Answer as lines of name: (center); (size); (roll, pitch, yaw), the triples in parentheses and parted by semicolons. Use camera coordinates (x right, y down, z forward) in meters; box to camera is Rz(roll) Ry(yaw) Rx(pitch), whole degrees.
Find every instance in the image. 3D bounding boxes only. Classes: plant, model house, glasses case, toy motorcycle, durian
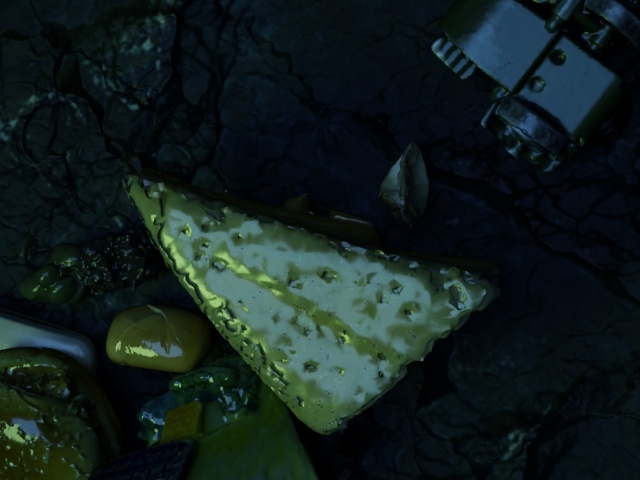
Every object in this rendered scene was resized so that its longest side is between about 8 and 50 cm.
plant: (-0.249, 0.029, 1.439); (0.174, 0.085, 0.087); (-17, 59, 21)
model house: (-0.153, 0.233, 1.300); (0.194, 0.211, 0.170); (-22, 91, 45)
glasses case: (-0.344, 0.122, 1.473); (0.204, 0.051, 0.081); (17, 102, 15)
toy motorcycle: (0.198, -0.207, 1.283); (0.275, 0.127, 0.205); (39, 101, 8)
durian: (0.091, -0.053, 1.319); (0.052, 0.130, 0.066); (25, 125, -6)

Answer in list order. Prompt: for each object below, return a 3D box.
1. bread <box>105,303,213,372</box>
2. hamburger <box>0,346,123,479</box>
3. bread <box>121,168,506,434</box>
bread: (-0.173, 0.098, 1.404); (0.115, 0.082, 0.056); (7, 125, 21)
hamburger: (-0.321, 0.220, 1.407); (0.215, 0.122, 0.189); (1, 119, 19)
bread: (0.000, 0.000, 1.271); (0.279, 0.248, 0.315); (-32, 93, 9)
